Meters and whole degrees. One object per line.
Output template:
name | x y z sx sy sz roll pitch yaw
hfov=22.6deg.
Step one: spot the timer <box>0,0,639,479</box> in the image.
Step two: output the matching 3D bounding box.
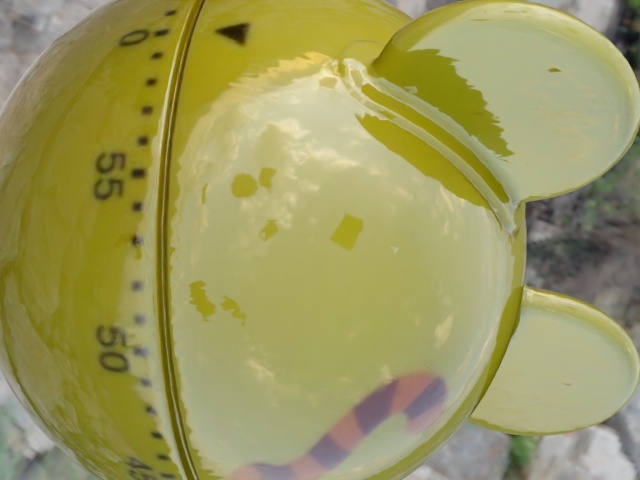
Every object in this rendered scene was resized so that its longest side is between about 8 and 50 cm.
timer | 0.000 0.000 0.971 0.376 0.387 0.376 -2 90 -78
